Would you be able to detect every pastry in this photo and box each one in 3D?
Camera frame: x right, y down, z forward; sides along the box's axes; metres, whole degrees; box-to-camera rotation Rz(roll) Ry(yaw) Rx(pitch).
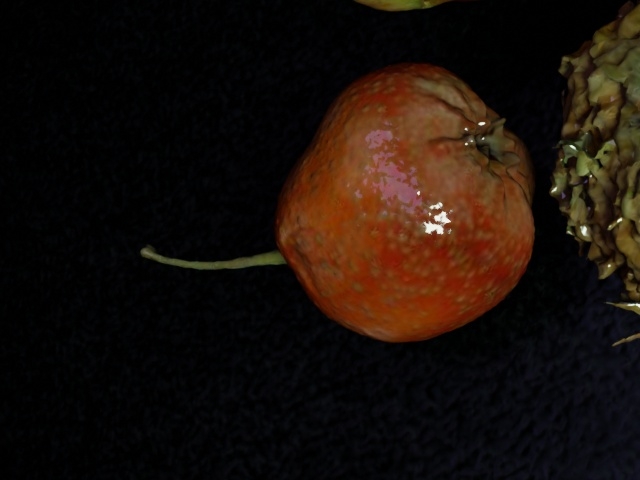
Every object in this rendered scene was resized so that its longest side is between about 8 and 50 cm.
[{"bbox_3d":[0.248,-0.058,0.647,0.275,0.193,0.274,-9,71,29],"label":"pastry"}]

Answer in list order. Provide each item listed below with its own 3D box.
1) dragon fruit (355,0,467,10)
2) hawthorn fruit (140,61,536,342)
[{"bbox_3d":[0.110,-0.280,0.690,0.226,0.305,0.305,3,74,69],"label":"dragon fruit"},{"bbox_3d":[0.000,0.000,0.800,0.285,0.165,0.165,-23,66,28],"label":"hawthorn fruit"}]
